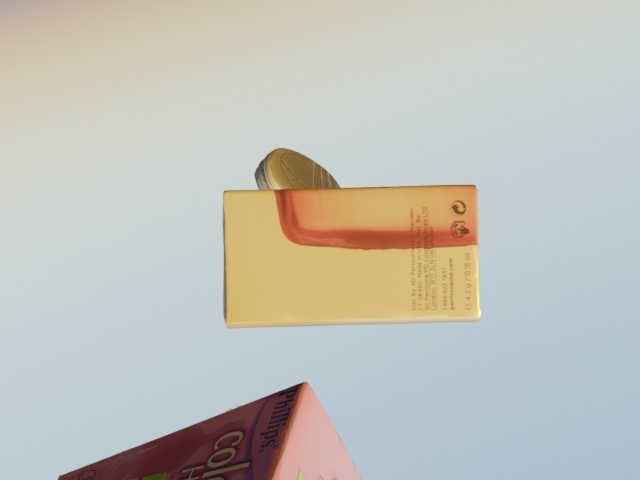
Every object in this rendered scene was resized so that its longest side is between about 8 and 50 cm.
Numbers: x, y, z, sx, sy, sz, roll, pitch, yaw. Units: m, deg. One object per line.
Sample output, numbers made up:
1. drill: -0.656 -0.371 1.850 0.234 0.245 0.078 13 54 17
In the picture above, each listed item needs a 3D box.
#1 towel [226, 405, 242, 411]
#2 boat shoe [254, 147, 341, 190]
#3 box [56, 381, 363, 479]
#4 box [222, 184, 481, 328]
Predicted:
1. towel: -0.025 0.269 1.563 0.029 0.197 0.144 -35 -140 7
2. boat shoe: 0.000 -0.001 1.982 0.103 0.320 0.118 -23 -131 21
3. box: -0.106 0.242 1.136 0.243 0.117 0.213 -22 -162 18
4. box: 0.027 0.016 1.392 0.232 0.127 0.148 -1 178 -1
